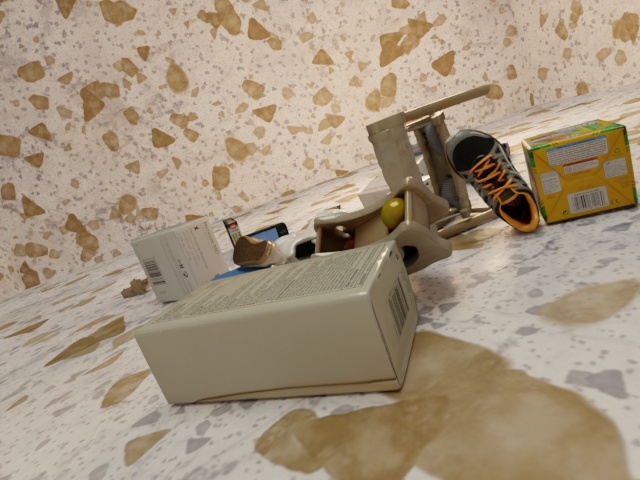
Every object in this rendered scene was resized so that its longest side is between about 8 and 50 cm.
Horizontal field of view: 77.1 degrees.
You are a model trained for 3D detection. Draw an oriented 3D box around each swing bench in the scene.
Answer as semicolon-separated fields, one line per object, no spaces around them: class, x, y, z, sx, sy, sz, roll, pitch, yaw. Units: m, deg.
swing bench;0.220;-0.135;0.785;0.255;0.253;0.165;-26;13;-28

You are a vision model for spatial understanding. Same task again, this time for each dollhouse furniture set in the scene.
dollhouse furniture set;-0.566;0.093;1.312;0.151;0.123;0.144;-13;14;28

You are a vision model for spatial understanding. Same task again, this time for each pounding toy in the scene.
pounding toy;0.075;-0.027;0.624;0.154;0.154;0.269;14;-26;-19

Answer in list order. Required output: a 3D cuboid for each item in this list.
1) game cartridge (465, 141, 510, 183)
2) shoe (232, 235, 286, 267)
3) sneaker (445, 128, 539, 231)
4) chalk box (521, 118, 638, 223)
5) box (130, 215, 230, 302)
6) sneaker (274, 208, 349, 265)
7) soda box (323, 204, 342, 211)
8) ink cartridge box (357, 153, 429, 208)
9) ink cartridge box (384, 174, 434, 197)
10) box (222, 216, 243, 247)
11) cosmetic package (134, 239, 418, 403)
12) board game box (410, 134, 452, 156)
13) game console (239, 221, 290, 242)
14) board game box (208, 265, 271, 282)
game cartridge;0.483;-0.250;1.341;0.230;0.068;0.355;-15;13;40
shoe;-0.150;0.033;0.947;0.058;0.076;0.219;22;-9;-30
sneaker;0.289;-0.098;0.658;0.084;0.215;0.083;-43;13;26
chalk box;0.441;-0.131;0.711;0.133;0.131;0.213;-13;14;25
box;-0.358;0.051;1.039;0.182;0.180;0.119;-12;15;33
sneaker;0.000;0.000;0.973;0.232;0.090;0.115;-35;24;-23
soda box;0.033;-0.061;1.219;0.060;0.053;0.169;-17;12;14
ink cartridge box;0.229;-0.163;1.193;0.148;0.085;0.203;-7;31;46
ink cartridge box;0.220;-0.083;0.922;0.135;0.099;0.056;-30;17;-37
box;-0.298;-0.017;1.403;0.036;0.114;0.207;-23;12;-14
cosmetic package;-0.050;0.104;0.503;0.310;0.113;0.160;-14;13;26
board game box;0.368;-0.273;1.228;0.201;0.035;0.136;-6;-10;30
game console;-0.153;0.016;1.117;0.144;0.124;0.085;-20;-14;-1
board game box;-0.185;0.096;0.931;0.169;0.033;0.133;-22;17;-7
